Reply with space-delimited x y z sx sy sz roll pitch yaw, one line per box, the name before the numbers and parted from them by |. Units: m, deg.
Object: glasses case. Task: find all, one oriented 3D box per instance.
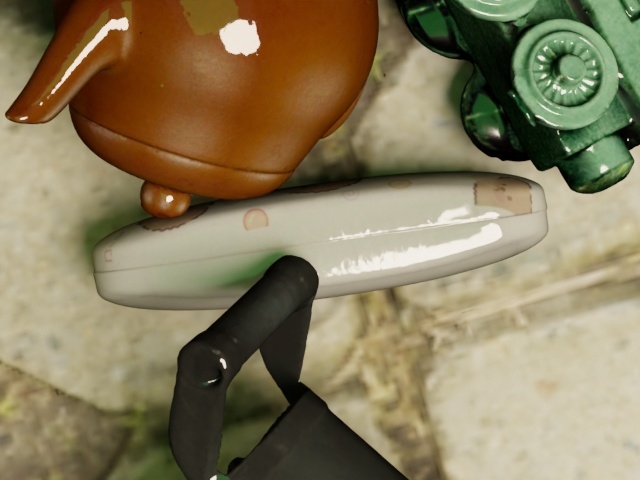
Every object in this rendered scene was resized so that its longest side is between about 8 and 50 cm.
glasses case | 0.000 0.000 0.681 0.164 0.063 0.041 -8 93 0

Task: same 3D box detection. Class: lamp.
lamp | 0.018 0.144 0.643 0.227 0.147 0.172 40 123 4

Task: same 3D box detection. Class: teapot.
teapot | -0.037 -0.059 0.643 0.116 0.173 0.116 1 91 37

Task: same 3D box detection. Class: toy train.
toy train | 0.082 -0.104 0.682 0.111 0.071 0.170 -27 86 -17
